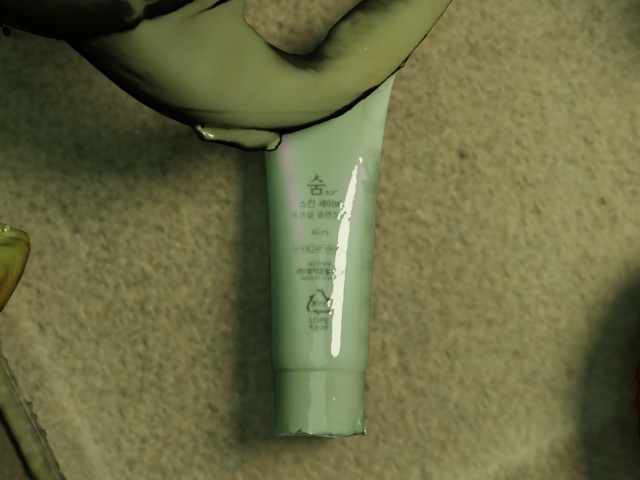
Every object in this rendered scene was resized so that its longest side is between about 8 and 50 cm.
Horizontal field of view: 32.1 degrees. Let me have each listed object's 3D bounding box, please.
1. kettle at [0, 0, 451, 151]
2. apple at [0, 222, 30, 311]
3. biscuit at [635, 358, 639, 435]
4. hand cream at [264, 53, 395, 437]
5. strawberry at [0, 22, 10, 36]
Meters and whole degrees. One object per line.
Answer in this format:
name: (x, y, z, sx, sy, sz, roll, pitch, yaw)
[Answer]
kettle: (-0.035, -0.208, 0.505, 0.321, 0.228, 0.324, 45, 73, -37)
apple: (-0.287, 0.008, 0.533, 0.265, 0.193, 0.120, 19, 98, 1)
biscuit: (0.267, 0.077, 0.557, 0.221, 0.066, 0.220, -1, 84, 5)
hand cream: (0.000, 0.000, 0.584, 0.078, 0.050, 0.204, 0, 82, 5)
strawberry: (-0.187, -0.184, 0.585, 0.145, 0.086, 0.145, 1, 80, -4)
